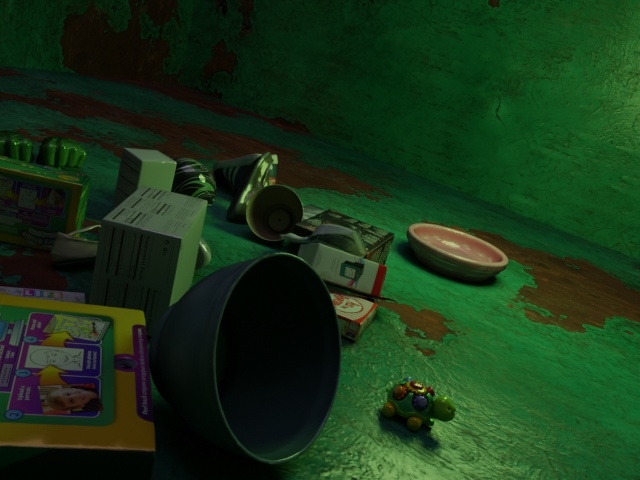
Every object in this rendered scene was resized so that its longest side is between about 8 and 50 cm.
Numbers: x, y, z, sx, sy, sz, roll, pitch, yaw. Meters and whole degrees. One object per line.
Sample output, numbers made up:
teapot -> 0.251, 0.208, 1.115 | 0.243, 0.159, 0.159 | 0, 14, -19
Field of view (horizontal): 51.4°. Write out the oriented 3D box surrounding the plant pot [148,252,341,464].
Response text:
plant pot -> -0.128, 0.170, 0.994 | 0.196, 0.293, 0.293 | -5, 3, 35

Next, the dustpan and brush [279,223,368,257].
dustpan and brush -> 0.000, 0.000, 1.637 | 0.211, 0.060, 0.147 | 19, -19, 22

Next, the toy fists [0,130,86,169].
toy fists -> -0.824, -0.257, 1.920 | 0.279, 0.096, 0.142 | 4, 11, -29

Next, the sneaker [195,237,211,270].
sneaker -> -0.341, -0.014, 1.583 | 0.281, 0.105, 0.115 | 29, 22, 36

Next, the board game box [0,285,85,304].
board game box -> -0.495, 0.120, 1.170 | 0.154, 0.026, 0.103 | 7, 19, -26

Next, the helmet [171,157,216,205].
helmet -> -0.377, -0.151, 1.867 | 0.161, 0.169, 0.169 | -38, 43, -17

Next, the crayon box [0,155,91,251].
crayon box -> -0.651, -0.082, 1.419 | 0.278, 0.165, 0.081 | 13, 18, -12

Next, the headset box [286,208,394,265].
headset box -> 0.054, 0.018, 1.824 | 0.218, 0.110, 0.293 | 21, 18, 15

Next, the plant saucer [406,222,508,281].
plant saucer -> 0.429, 0.043, 2.129 | 0.332, 0.084, 0.332 | 15, 17, -5

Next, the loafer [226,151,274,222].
loafer -> -0.198, -0.154, 2.010 | 0.087, 0.251, 0.094 | 33, -23, -21

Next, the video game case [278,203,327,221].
video game case -> -0.004, -0.058, 2.149 | 0.196, 0.026, 0.274 | 22, 19, 18

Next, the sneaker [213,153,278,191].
sneaker -> -0.259, -0.198, 2.222 | 0.131, 0.148, 0.350 | -4, 1, -31

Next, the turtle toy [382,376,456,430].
turtle toy -> 0.176, 0.289, 1.184 | 0.130, 0.066, 0.095 | 23, 19, 21

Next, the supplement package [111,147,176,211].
supplement package -> -0.461, -0.139, 1.733 | 0.105, 0.179, 0.105 | -2, 25, -45

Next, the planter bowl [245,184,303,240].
planter bowl -> -0.124, -0.067, 1.894 | 0.162, 0.162, 0.109 | 19, -10, 7

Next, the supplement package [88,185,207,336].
supplement package -> -0.327, 0.033, 1.289 | 0.145, 0.204, 0.262 | 13, 18, -3

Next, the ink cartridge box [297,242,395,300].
ink cartridge box -> 0.065, 0.078, 1.597 | 0.231, 0.078, 0.134 | 19, -8, -19

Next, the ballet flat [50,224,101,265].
ballet flat -> -0.457, 0.006, 1.435 | 0.086, 0.086, 0.248 | 30, 22, 38

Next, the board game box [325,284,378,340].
board game box -> 0.018, 0.150, 1.497 | 0.193, 0.045, 0.147 | 20, 17, 14

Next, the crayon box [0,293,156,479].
crayon box -> -0.394, 0.200, 0.887 | 0.313, 0.106, 0.363 | 8, 19, -20
